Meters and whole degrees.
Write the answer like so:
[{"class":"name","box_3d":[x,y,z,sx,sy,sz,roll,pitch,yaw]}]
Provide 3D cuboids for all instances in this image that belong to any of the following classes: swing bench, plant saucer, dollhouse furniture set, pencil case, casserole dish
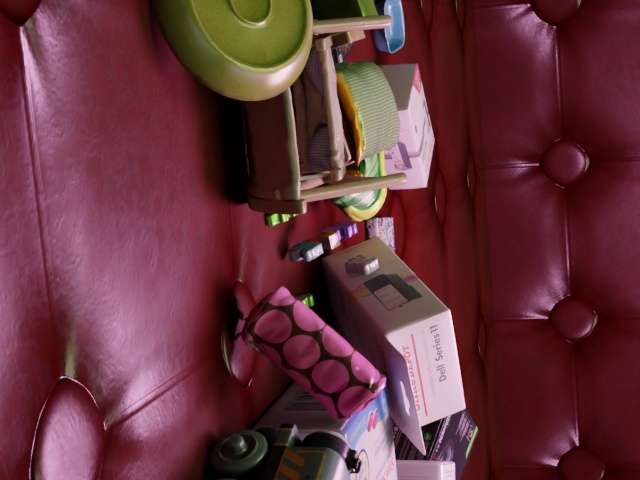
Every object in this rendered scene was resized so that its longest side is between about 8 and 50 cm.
[{"class":"swing bench","box_3d":[-0.023,-0.185,1.692,0.255,0.165,0.253,-17,106,-47]},{"class":"plant saucer","box_3d":[-0.097,-0.294,1.473,0.241,0.037,0.241,11,72,-36]},{"class":"dollhouse furniture set","box_3d":[0.080,-0.284,1.894,0.197,0.151,0.301,-28,101,-52]},{"class":"pencil case","box_3d":[-0.013,0.161,1.635,0.098,0.209,0.095,-50,-178,-13]},{"class":"casserole dish","box_3d":[0.141,-0.456,2.504,0.188,0.037,0.114,-47,133,-66]}]

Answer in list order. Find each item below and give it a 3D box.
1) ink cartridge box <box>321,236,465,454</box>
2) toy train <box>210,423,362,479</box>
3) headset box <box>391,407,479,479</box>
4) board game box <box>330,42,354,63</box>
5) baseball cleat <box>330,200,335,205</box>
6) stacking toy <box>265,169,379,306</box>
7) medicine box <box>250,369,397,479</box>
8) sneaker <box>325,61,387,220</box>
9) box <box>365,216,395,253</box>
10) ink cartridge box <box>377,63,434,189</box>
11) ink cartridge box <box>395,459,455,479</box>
[{"class":"ink cartridge box","box_3d":[0.131,0.166,1.952,0.353,0.119,0.207,-130,-157,-57]},{"class":"toy train","box_3d":[-0.061,0.358,1.466,0.334,0.190,0.142,-67,150,-54]},{"class":"headset box","box_3d":[0.182,0.417,2.255,0.246,0.131,0.283,-66,155,-19]},{"class":"board game box","box_3d":[0.022,-0.414,2.122,0.126,0.026,0.186,-66,149,-56]},{"class":"baseball cleat","box_3d":[0.060,-0.138,2.139,0.109,0.072,0.205,98,10,-67]},{"class":"stacking toy","box_3d":[0.000,0.000,1.877,0.221,0.052,0.167,-28,115,-41]},{"class":"medicine box","box_3d":[0.015,0.372,1.789,0.263,0.149,0.289,-40,125,-69]},{"class":"sneaker","box_3d":[0.048,-0.182,2.021,0.123,0.109,0.295,26,51,-53]},{"class":"box","box_3d":[0.121,0.001,2.391,0.137,0.027,0.094,-4,90,-73]},{"class":"ink cartridge box","box_3d":[0.171,-0.236,2.479,0.218,0.092,0.158,74,22,-43]},{"class":"ink cartridge box","box_3d":[0.117,0.514,2.004,0.117,0.207,0.283,25,65,-69]}]
